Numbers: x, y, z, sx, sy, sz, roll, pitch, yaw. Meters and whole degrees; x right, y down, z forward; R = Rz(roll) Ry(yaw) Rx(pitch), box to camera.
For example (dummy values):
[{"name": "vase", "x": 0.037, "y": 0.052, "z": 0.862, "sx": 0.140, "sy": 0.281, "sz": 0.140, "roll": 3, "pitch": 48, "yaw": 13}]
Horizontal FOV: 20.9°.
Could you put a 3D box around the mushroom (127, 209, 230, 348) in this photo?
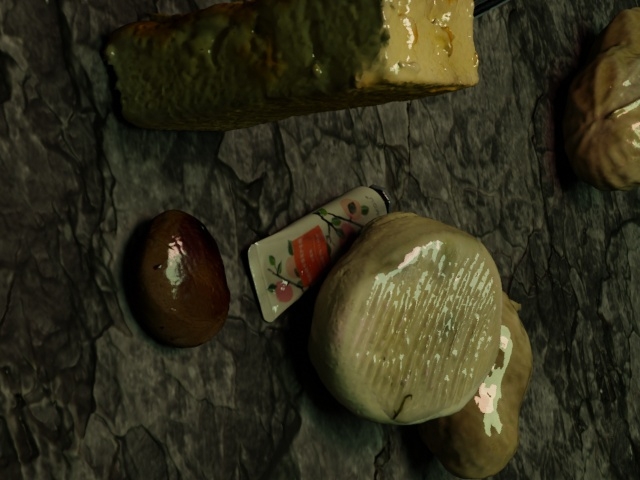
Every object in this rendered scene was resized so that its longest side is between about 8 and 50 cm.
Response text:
[{"name": "mushroom", "x": -0.117, "y": 0.033, "z": 1.501, "sx": 0.123, "sy": 0.052, "sz": 0.123, "roll": 13, "pitch": 75, "yaw": -57}]

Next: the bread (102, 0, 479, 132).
[{"name": "bread", "x": -0.022, "y": -0.163, "z": 1.494, "sx": 0.185, "sy": 0.275, "sz": 0.114, "roll": -4, "pitch": 85, "yaw": -61}]

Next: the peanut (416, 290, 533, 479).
[{"name": "peanut", "x": 0.163, "y": 0.147, "z": 1.867, "sx": 0.129, "sy": 0.129, "sz": 0.224, "roll": 28, "pitch": 65, "yaw": -54}]

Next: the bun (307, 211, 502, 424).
[{"name": "bun", "x": 0.080, "y": 0.076, "z": 1.736, "sx": 0.237, "sy": 0.116, "sz": 0.210, "roll": 9, "pitch": 94, "yaw": -44}]

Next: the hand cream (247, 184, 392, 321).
[{"name": "hand cream", "x": 0.000, "y": 0.000, "z": 1.721, "sx": 0.234, "sy": 0.050, "sz": 0.080, "roll": -36, "pitch": 117, "yaw": -50}]

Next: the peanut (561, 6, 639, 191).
[{"name": "peanut", "x": 0.421, "y": -0.188, "z": 2.381, "sx": 0.174, "sy": 0.158, "sz": 0.340, "roll": 42, "pitch": 34, "yaw": -5}]

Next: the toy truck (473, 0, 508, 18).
[{"name": "toy truck", "x": 0.111, "y": -0.372, "z": 1.927, "sx": 0.338, "sy": 0.133, "sz": 0.184, "roll": 37, "pitch": 35, "yaw": -47}]
